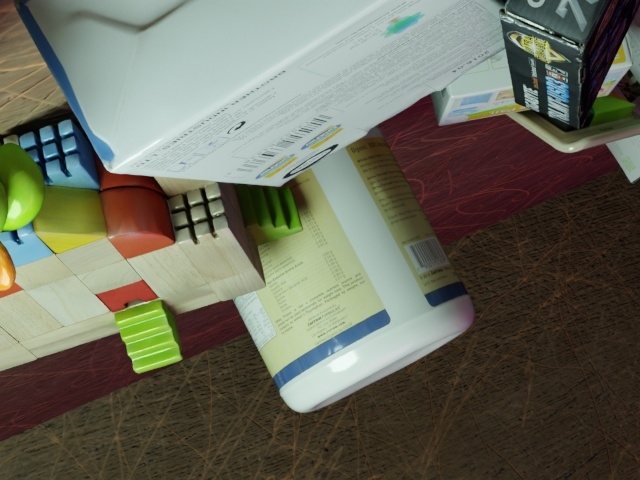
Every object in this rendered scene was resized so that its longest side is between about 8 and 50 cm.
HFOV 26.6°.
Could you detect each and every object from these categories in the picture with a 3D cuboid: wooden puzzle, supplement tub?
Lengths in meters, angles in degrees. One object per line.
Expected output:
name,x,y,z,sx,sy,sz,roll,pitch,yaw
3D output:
wooden puzzle,0.270,-0.183,1.623,0.221,0.239,0.044,-16,132,-49
supplement tub,0.000,0.000,1.457,0.228,0.316,0.228,-27,171,-5

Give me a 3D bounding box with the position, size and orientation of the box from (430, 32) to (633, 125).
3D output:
box,0.222,-0.205,1.479,0.203,0.103,0.114,-11,170,-4

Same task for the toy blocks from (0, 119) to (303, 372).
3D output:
toy blocks,-0.225,-0.005,1.227,0.381,0.190,0.261,-18,153,5

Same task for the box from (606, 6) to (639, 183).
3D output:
box,0.410,-0.228,1.643,0.058,0.232,0.322,-30,173,-23

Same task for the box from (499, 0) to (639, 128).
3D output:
box,0.233,-0.251,1.033,0.295,0.073,0.293,-64,168,0

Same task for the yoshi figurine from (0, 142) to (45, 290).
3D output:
yoshi figurine,-0.339,-0.034,0.918,0.362,0.203,0.203,-17,138,34

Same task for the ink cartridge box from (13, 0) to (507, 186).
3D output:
ink cartridge box,-0.004,-0.166,1.036,0.270,0.151,0.395,-30,170,16
